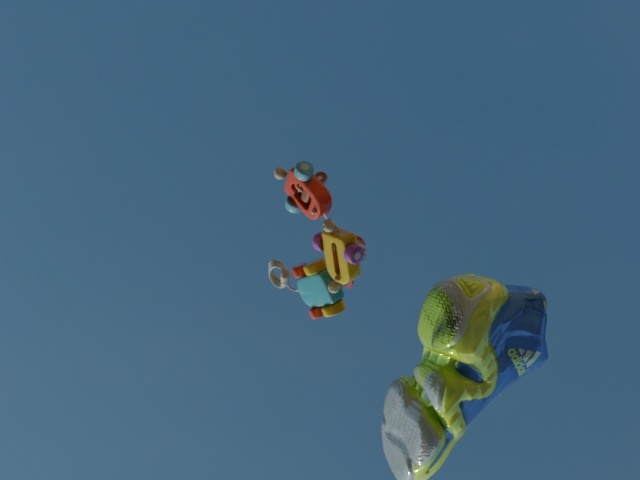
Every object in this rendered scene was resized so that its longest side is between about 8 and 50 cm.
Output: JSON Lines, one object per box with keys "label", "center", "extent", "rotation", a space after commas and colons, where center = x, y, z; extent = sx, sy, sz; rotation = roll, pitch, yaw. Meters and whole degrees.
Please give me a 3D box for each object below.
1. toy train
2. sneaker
{"label": "toy train", "center": [0.000, 0.000, 1.053], "extent": [0.046, 0.166, 0.125], "rotation": [-27, -122, -33]}
{"label": "sneaker", "center": [0.137, 0.130, 0.939], "extent": [0.126, 0.240, 0.091], "rotation": [-3, -136, -21]}
